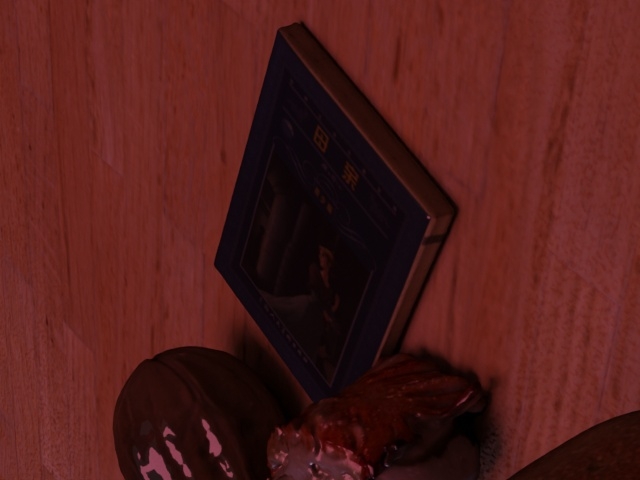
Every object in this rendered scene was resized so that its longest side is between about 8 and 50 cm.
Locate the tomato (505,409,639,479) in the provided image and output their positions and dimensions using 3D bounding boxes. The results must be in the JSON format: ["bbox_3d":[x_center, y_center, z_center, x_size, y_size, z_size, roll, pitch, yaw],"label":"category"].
[{"bbox_3d":[0.179,0.225,0.928,0.303,0.304,0.239,114,142,-51],"label":"tomato"}]

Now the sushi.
[{"bbox_3d":[0.026,0.201,1.276,0.130,0.124,0.332,40,142,23],"label":"sushi"}]

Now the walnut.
[{"bbox_3d":[-0.093,0.165,1.425,0.140,0.140,0.162,-1,112,58],"label":"walnut"}]

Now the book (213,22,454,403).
[{"bbox_3d":[0.000,0.000,1.281,0.191,0.025,0.269,52,147,25],"label":"book"}]
